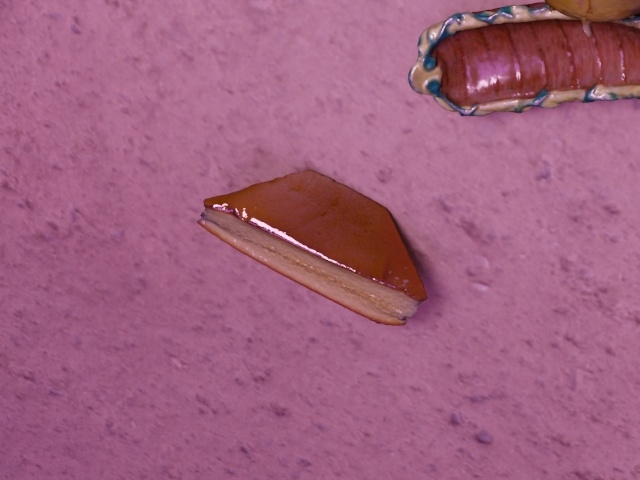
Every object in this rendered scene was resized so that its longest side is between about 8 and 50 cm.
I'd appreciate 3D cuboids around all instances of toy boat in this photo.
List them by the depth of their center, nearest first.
[{"bbox_3d":[0.218,-0.158,1.126,0.293,0.099,0.108,5,130,37],"label":"toy boat"}]

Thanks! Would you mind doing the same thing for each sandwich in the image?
[{"bbox_3d":[0.000,0.000,1.401,0.258,0.096,0.094,28,144,4],"label":"sandwich"}]

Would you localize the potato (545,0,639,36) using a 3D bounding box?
[{"bbox_3d":[0.252,-0.266,0.964,0.248,0.143,0.169,-28,102,41],"label":"potato"}]
